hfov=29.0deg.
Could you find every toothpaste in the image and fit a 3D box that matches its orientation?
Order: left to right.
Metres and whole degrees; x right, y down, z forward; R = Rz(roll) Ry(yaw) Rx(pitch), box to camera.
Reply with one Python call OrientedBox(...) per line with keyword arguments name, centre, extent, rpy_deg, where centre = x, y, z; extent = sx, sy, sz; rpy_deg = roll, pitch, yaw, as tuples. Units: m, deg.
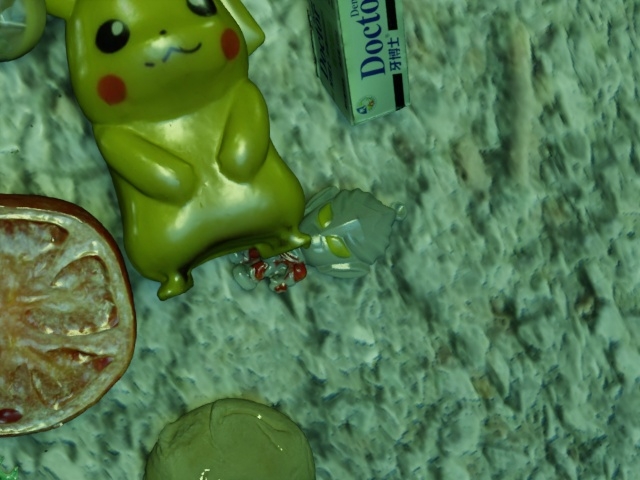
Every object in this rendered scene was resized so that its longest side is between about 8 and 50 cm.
OrientedBox(name="toothpaste", centre=(0.021, -0.253, 1.041), extent=(0.067, 0.081, 0.336), rpy_deg=(-20, 136, -10))

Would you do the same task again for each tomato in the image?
OrientedBox(name="tomato", centre=(-0.282, 0.056, 1.111), extent=(0.236, 0.095, 0.237), rpy_deg=(-5, 111, -13))

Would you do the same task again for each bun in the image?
OrientedBox(name="bun", centre=(-0.084, 0.245, 1.213), extent=(0.173, 0.113, 0.167), rpy_deg=(-7, 108, -16))

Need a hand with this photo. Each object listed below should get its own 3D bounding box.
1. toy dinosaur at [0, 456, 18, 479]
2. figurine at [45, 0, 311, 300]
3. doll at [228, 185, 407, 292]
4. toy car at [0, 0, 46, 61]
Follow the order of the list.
OrientedBox(name="toy dinosaur", centre=(-0.329, 0.240, 1.192), extent=(0.062, 0.021, 0.083), rpy_deg=(27, 96, -34))
OrientedBox(name="figurine", centre=(-0.118, -0.122, 1.065), extent=(0.218, 0.169, 0.327), rpy_deg=(-21, 107, -17))
OrientedBox(name="doll", centre=(0.000, 0.000, 1.191), extent=(0.180, 0.079, 0.094), rpy_deg=(-19, 78, -4))
OrientedBox(name="toy car", centre=(-0.314, -0.255, 0.885), extent=(0.226, 0.242, 0.336), rpy_deg=(31, 118, 7))
